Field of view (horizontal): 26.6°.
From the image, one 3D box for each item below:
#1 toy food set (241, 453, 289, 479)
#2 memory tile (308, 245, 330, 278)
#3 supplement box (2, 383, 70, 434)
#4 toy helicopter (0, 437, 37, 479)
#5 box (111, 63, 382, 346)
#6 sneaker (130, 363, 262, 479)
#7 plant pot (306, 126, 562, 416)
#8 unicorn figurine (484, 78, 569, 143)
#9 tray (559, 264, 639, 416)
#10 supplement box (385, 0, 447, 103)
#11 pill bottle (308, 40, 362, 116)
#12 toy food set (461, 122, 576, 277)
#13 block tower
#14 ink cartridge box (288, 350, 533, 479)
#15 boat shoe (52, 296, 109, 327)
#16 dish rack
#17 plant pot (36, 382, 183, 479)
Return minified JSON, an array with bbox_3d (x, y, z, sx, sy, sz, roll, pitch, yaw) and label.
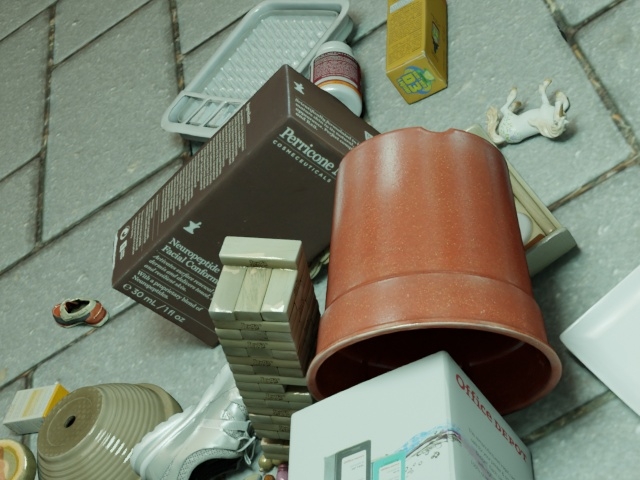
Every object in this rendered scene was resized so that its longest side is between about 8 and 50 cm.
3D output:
[{"bbox_3d":[-0.069,0.299,1.685,0.122,0.019,0.078,-44,34,-5],"label":"toy food set"},{"bbox_3d":[0.000,0.000,1.913,0.148,0.012,0.113,-47,25,37],"label":"memory tile"},{"bbox_3d":[-0.432,0.259,2.076,0.098,0.036,0.062,-12,43,36],"label":"supplement box"},{"bbox_3d":[-0.464,0.437,1.799,0.235,0.140,0.355,16,75,25],"label":"toy helicopter"},{"bbox_3d":[-0.099,-0.040,1.876,0.381,0.191,0.143,-43,29,25],"label":"box"},{"bbox_3d":[-0.105,0.239,1.748,0.281,0.105,0.115,-42,60,-1],"label":"sneaker"},{"bbox_3d":[0.119,0.034,1.510,0.272,0.272,0.265,-19,56,29],"label":"plant pot"},{"bbox_3d":[0.293,-0.170,1.837,0.162,0.060,0.111,-32,31,42],"label":"unicorn figurine"},{"bbox_3d":[0.377,0.126,1.431,0.145,0.030,0.270,-42,34,0],"label":"tray"},{"bbox_3d":[0.150,-0.320,2.123,0.080,0.078,0.233,-25,36,23],"label":"supplement box"},{"bbox_3d":[0.023,-0.251,2.161,0.086,0.086,0.152,-26,36,22],"label":"pill bottle"},{"bbox_3d":[0.172,-0.018,1.742,0.219,0.092,0.306,-37,34,7],"label":"toy food set"},{"bbox_3d":[-0.042,0.139,1.550,0.091,0.335,0.097,2,49,16],"label":"block tower"},{"bbox_3d":[0.097,0.294,1.366,0.197,0.198,0.270,-26,36,22],"label":"ink cartridge box"},{"bbox_3d":[-0.397,0.113,2.203,0.137,0.043,0.049,1,54,47],"label":"boat shoe"},{"bbox_3d":[-0.099,-0.283,2.333,0.285,0.072,0.333,12,60,51],"label":"dish rack"},{"bbox_3d":[-0.312,0.280,1.868,0.237,0.110,0.237,-26,37,22],"label":"plant pot"}]
